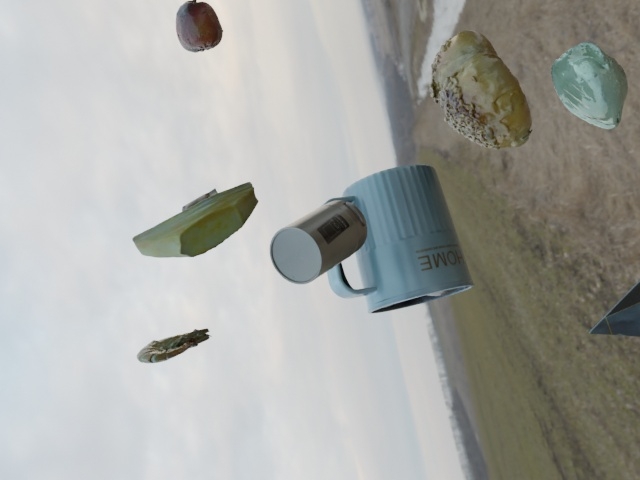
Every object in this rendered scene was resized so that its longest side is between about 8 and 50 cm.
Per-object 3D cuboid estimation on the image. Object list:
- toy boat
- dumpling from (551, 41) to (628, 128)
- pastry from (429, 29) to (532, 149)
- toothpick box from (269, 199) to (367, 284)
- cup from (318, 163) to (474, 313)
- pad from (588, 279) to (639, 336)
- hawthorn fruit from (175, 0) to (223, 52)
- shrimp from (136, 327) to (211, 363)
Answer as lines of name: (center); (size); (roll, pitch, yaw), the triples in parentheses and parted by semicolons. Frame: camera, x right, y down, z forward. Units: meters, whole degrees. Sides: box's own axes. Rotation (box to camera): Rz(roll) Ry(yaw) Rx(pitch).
toy boat: (-0.161, -0.024, 0.867); (0.066, 0.172, 0.065); (52, 167, 45)
dumpling: (0.598, -0.341, 1.431); (0.219, 0.108, 0.152); (64, 174, -35)
pastry: (0.384, -0.357, 1.634); (0.284, 0.184, 0.315); (35, -153, -61)
toothpick box: (0.000, 0.000, 1.198); (0.181, 0.111, 0.111); (-31, -71, -55)
cup: (0.170, 0.005, 1.602); (0.257, 0.332, 0.311); (60, -164, -78)
pad: (0.615, 0.126, 1.150); (0.163, 0.243, 0.004); (109, 160, -46)
hawthorn fruit: (-0.185, -0.321, 0.989); (0.077, 0.077, 0.077); (-14, -90, -83)
shrimp: (-0.322, 0.234, 1.464); (0.180, 0.099, 0.041); (-17, -80, -39)
